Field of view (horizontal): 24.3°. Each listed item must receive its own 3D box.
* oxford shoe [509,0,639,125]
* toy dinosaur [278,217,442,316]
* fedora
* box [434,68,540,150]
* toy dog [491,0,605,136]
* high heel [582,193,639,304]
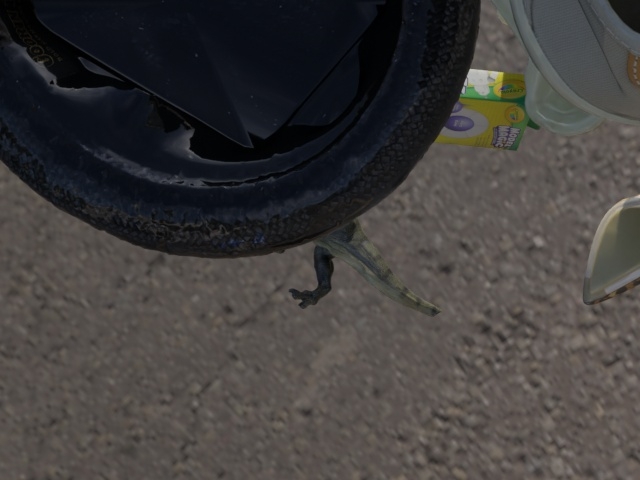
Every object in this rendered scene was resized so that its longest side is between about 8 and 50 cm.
[{"bbox_3d":[0.121,-0.263,0.578,0.169,0.449,0.130,-14,12,-10],"label":"oxford shoe"},{"bbox_3d":[0.000,0.000,1.553,0.118,0.064,0.268,-36,77,-3],"label":"toy dinosaur"},{"bbox_3d":[-0.060,-0.144,0.893,0.334,0.152,0.334,-1,87,13],"label":"fedora"},{"bbox_3d":[0.161,-0.144,1.620,0.179,0.105,0.043,4,64,-2],"label":"box"},{"bbox_3d":[0.337,-0.308,1.509,0.284,0.408,0.395,47,114,19],"label":"toy dog"},{"bbox_3d":[0.406,-0.013,1.727,0.093,0.186,0.261,40,93,26],"label":"high heel"}]
